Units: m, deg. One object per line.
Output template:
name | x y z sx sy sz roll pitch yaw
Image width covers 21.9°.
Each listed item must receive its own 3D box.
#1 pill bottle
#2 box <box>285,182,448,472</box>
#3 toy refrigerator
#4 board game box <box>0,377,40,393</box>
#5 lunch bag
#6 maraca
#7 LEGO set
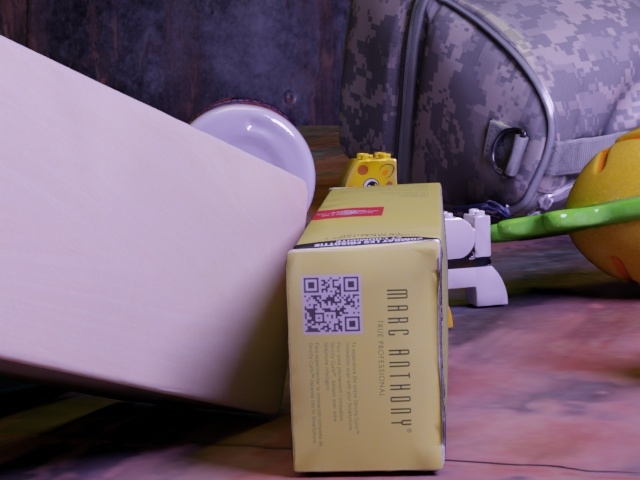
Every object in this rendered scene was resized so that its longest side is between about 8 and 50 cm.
pill bottle | -0.061 -0.055 1.270 0.108 0.108 0.193 -2 7 -3
box | 0.025 0.027 0.694 0.058 0.087 0.232 -1 8 5
toy refrigerator | -0.113 -0.004 0.595 0.094 0.102 0.269 3 -9 28
board game box | -0.262 0.011 0.794 0.336 0.079 0.254 7 7 34
lunch bag | 0.195 -0.120 1.329 0.305 0.212 0.256 -10 27 -33
maraca | 0.188 -0.017 0.950 0.186 0.099 0.127 -8 -6 -5
LEGO set | 0.000 0.000 0.876 0.227 0.093 0.087 -4 8 -15
